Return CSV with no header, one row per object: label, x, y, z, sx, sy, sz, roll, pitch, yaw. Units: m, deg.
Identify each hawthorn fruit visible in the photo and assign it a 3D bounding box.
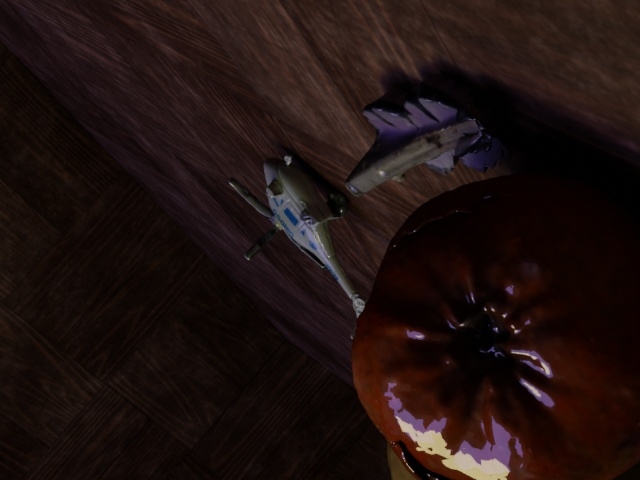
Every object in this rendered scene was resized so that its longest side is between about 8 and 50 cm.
hawthorn fruit,0.172,0.073,0.965,0.276,0.276,0.307,40,-165,8

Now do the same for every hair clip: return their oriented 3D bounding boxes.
hair clip,0.091,-0.091,1.035,0.106,0.084,0.292,48,164,-9

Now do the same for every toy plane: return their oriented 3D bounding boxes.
toy plane,-0.007,0.005,1.580,0.107,0.182,0.273,-48,56,48

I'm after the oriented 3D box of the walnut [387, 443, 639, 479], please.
walnut,0.215,0.221,1.166,0.313,0.277,0.252,50,-159,17
